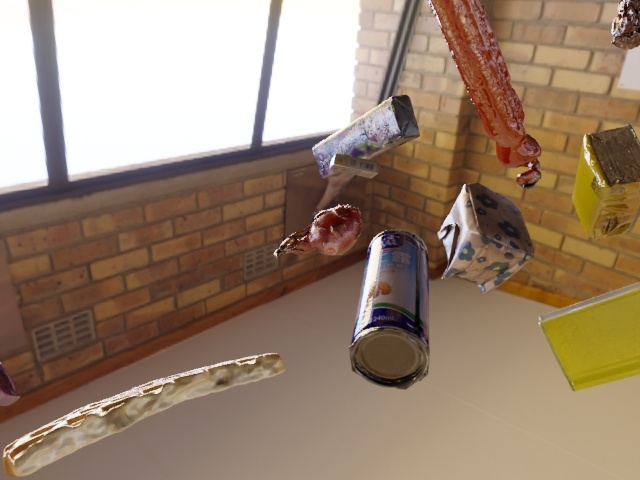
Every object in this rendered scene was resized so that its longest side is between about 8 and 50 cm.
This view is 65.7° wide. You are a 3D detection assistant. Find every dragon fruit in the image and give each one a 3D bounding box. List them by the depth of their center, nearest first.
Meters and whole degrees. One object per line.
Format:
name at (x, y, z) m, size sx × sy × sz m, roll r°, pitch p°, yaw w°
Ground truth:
dragon fruit at (0.000, 0.000, 0.963) m, size 0.191 × 0.094 × 0.094 m, roll -29°, pitch -153°, yaw 5°

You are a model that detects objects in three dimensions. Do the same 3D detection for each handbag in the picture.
handbag at (0.415, 0.000, 1.290) m, size 0.190 × 0.193 × 0.251 m, roll 23°, pitch -142°, yaw -12°

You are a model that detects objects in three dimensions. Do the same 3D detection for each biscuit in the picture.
biscuit at (-0.214, 0.198, 0.606) m, size 0.309 × 0.040 × 0.205 m, roll -11°, pitch 170°, yaw -39°

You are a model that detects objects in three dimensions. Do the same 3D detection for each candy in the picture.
candy at (0.088, -0.216, 1.081) m, size 0.061 × 0.088 × 0.312 m, roll -19°, pitch -179°, yaw -32°

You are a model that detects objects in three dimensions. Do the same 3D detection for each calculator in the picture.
calculator at (-0.558, 0.190, 0.798) m, size 0.127 × 0.190 × 0.034 m, roll -29°, pitch -168°, yaw 47°

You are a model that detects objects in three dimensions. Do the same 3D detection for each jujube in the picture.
jujube at (0.634, -0.461, 0.970) m, size 0.104 × 0.165 × 0.104 m, roll 9°, pitch -150°, yaw -5°

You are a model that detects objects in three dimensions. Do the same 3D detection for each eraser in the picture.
eraser at (0.566, 0.190, 0.975) m, size 0.226 × 0.158 × 0.069 m, roll -27°, pitch 178°, yaw 27°

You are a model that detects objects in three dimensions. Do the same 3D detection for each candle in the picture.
candle at (0.164, -0.181, 0.510) m, size 0.048 × 0.329 × 0.051 m, roll -50°, pitch -142°, yaw -11°

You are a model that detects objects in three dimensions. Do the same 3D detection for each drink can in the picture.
drink can at (0.098, 0.080, 0.663) m, size 0.097 × 0.097 × 0.235 m, roll 7°, pitch -148°, yaw 7°

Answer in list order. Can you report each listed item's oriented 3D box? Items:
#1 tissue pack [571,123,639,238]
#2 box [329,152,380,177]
tissue pack at (0.491, -0.094, 0.847) m, size 0.082 × 0.169 × 0.120 m, roll -10°, pitch -122°, yaw 14°
box at (0.061, -0.135, 0.898) m, size 0.083 × 0.024 × 0.053 m, roll 9°, pitch 177°, yaw -5°
